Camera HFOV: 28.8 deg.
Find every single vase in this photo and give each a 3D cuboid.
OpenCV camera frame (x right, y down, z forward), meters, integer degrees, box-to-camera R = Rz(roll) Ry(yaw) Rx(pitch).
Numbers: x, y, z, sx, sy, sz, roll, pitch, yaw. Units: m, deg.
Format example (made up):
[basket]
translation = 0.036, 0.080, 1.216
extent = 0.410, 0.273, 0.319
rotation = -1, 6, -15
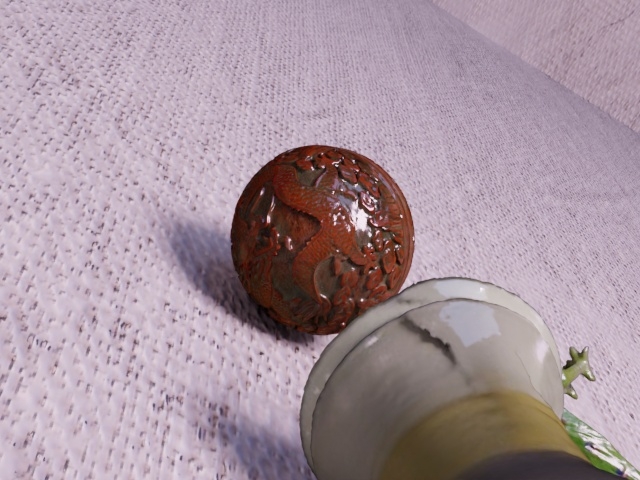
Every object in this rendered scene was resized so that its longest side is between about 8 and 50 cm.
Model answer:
[vase]
translation = 0.087, 0.136, 0.392
extent = 0.173, 0.173, 0.321
rotation = 26, 14, -24

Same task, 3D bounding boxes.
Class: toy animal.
[toy animal]
translation = 0.150, 0.104, 0.727
extent = 0.217, 0.041, 0.075
rotation = 41, 38, 14

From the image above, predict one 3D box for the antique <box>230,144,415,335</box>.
[antique]
translation = 0.000, 0.000, 0.649
extent = 0.104, 0.104, 0.104
rotation = 30, 19, -12
